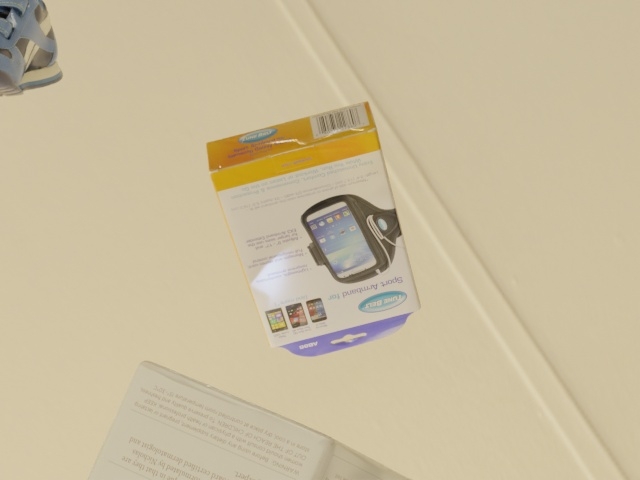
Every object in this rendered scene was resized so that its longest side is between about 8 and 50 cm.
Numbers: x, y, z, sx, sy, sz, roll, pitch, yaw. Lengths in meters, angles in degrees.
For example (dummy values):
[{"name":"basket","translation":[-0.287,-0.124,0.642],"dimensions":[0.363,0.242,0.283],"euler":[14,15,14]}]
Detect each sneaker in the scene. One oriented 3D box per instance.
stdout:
[{"name":"sneaker","translation":[-0.182,-0.108,0.847],"dimensions":[0.053,0.144,0.059],"euler":[-1,-78,4]}]

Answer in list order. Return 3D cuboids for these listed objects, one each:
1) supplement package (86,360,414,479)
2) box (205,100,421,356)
[{"name":"supplement package","translation":[-0.051,0.161,0.672],"dimensions":[0.105,0.105,0.179],"euler":[18,-101,29]},{"name":"box","translation":[0.000,0.000,0.761],"dimensions":[0.081,0.136,0.028],"euler":[-14,-137,2]}]
